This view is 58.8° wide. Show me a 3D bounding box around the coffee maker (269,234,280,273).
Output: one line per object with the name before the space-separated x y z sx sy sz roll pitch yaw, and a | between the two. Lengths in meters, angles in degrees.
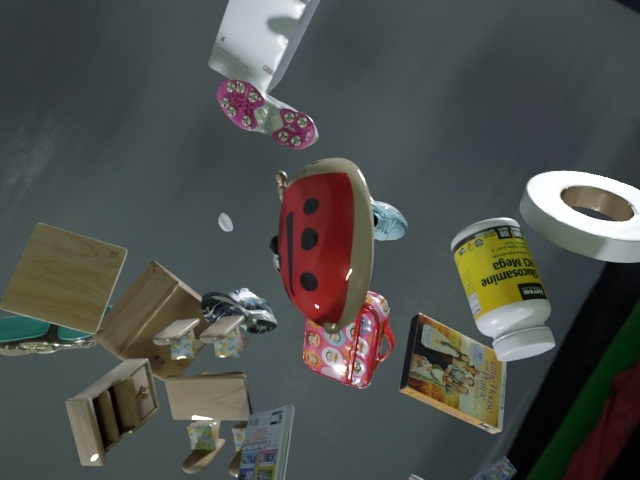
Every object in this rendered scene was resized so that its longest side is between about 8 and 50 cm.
coffee maker | -0.102 0.035 2.141 0.171 0.120 0.178 -32 161 -14

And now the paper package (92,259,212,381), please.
paper package | -0.530 0.282 1.894 0.309 0.168 0.325 -51 147 -10

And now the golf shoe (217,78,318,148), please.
golf shoe | -0.140 -0.336 1.544 0.115 0.306 0.140 -60 169 13

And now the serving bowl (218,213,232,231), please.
serving bowl | -0.416 -0.074 2.452 0.027 0.083 0.083 -25 -174 19

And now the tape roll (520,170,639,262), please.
tape roll | 0.759 -0.077 1.578 0.392 0.392 0.072 -51 153 -53

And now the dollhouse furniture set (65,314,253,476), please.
dollhouse furniture set | -0.370 0.409 1.405 0.256 0.394 0.362 -40 123 -69

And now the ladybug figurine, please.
ladybug figurine | 0.000 0.000 1.357 0.305 0.161 0.449 -43 -135 51

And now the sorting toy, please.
sorting toy | -0.716 0.115 1.611 0.089 0.257 0.256 131 -25 -67

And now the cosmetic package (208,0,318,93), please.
cosmetic package | -0.166 -0.635 1.681 0.156 0.217 0.385 -59 -177 -38

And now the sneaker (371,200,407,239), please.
sneaker | 0.168 -0.060 1.864 0.135 0.365 0.150 -59 -143 17

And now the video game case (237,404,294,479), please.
video game case | -0.118 0.446 1.160 0.212 0.023 0.193 -37 -141 54

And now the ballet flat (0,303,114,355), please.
ballet flat | -0.910 0.324 1.995 0.182 0.482 0.164 79 4 -53

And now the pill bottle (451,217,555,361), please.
pill bottle | 0.468 0.126 1.449 0.188 0.187 0.334 113 -32 -59

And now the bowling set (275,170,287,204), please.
bowling set | -0.044 -0.135 1.881 0.154 0.199 0.287 80 -6 -48

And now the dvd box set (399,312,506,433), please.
dvd box set | 0.500 0.490 2.102 0.062 0.420 0.308 -45 -158 52

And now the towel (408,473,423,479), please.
towel | 0.303 0.853 1.770 0.029 0.144 0.197 25 83 -42

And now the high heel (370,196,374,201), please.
high heel | 0.209 -0.112 2.259 0.082 0.117 0.244 -36 -138 16

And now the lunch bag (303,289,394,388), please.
lunch bag | 0.086 0.273 1.634 0.120 0.258 0.293 -39 141 -54

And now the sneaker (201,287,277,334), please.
sneaker | -0.259 0.202 1.743 0.110 0.122 0.283 -35 141 22

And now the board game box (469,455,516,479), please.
board game box | 0.498 0.786 1.788 0.194 0.060 0.194 -19 142 -24
